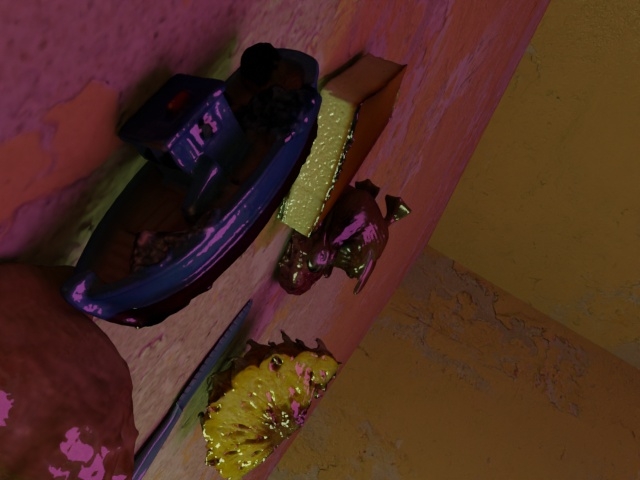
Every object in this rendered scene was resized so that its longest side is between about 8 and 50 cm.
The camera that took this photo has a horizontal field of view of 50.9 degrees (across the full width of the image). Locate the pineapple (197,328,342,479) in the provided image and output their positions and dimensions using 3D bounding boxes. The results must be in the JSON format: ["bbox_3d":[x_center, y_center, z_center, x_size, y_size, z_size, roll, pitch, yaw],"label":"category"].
[{"bbox_3d":[-0.107,0.200,0.966,0.250,0.139,0.164,-47,-146,17],"label":"pineapple"}]

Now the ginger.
[{"bbox_3d":[-0.170,0.093,0.350,0.115,0.122,0.193,-48,164,14],"label":"ginger"}]

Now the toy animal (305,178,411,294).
[{"bbox_3d":[0.035,0.012,0.870,0.179,0.089,0.188,-46,153,-36],"label":"toy animal"}]

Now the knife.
[{"bbox_3d":[-0.174,0.202,0.848,0.313,0.019,0.044,-56,166,-22],"label":"knife"}]

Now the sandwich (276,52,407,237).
[{"bbox_3d":[0.031,-0.116,0.783,0.162,0.058,0.193,-47,164,-47],"label":"sandwich"}]

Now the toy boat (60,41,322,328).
[{"bbox_3d":[-0.079,-0.045,0.422,0.223,0.100,0.097,-55,141,-23],"label":"toy boat"}]

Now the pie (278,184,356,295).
[{"bbox_3d":[0.000,0.000,0.972,0.182,0.049,0.182,-57,168,-19],"label":"pie"}]
